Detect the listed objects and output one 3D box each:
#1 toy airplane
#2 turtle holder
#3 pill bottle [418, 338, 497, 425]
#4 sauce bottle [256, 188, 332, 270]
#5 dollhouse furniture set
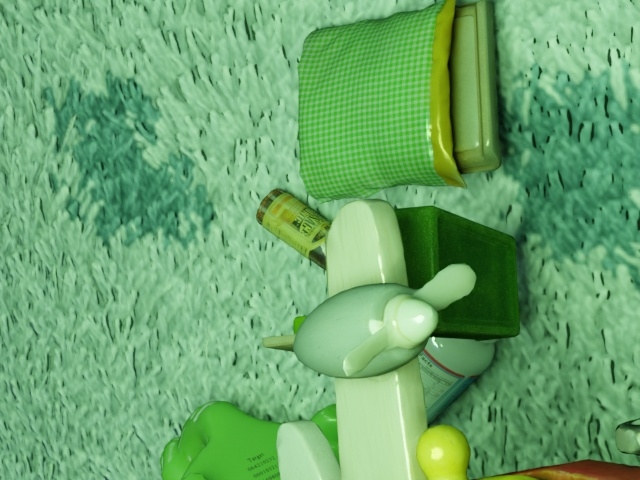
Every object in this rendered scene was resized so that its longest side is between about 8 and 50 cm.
[{"bbox_3d":[0.060,0.219,1.164,0.386,0.272,0.384,42,114,25],"label":"toy airplane"},{"bbox_3d":[-0.045,0.292,1.511,0.320,0.243,0.227,23,130,15],"label":"turtle holder"},{"bbox_3d":[0.096,0.101,1.465,0.087,0.087,0.160,49,121,12],"label":"pill bottle"},{"bbox_3d":[0.000,0.000,1.528,0.128,0.042,0.042,33,117,18],"label":"sauce bottle"},{"bbox_3d":[0.039,-0.061,1.373,0.197,0.151,0.301,-8,79,32],"label":"dollhouse furniture set"}]
